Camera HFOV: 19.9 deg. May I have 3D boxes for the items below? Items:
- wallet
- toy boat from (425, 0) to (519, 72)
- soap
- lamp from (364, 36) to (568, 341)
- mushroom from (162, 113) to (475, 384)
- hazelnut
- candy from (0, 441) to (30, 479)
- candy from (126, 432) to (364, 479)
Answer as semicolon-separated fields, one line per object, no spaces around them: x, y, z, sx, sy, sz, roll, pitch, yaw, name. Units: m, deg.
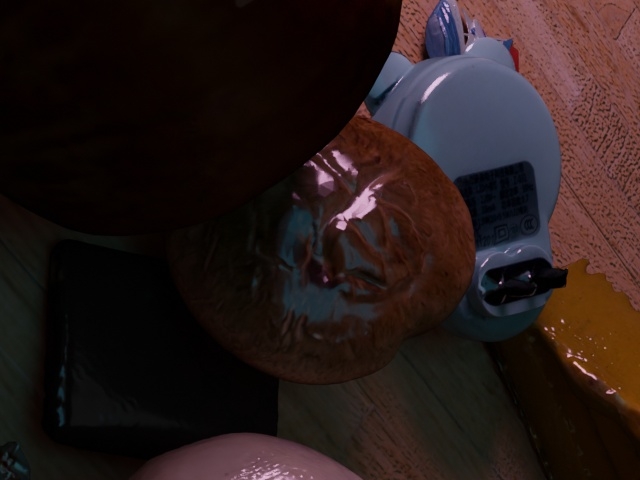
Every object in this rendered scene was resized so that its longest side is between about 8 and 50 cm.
-0.133;0.102;1.537;0.229;0.049;0.182;16;67;-38;wallet
0.152;-0.183;1.859;0.149;0.034;0.105;33;59;-47;toy boat
0.344;0.155;1.779;0.169;0.304;0.338;-37;107;-42;soap
0.140;-0.045;1.732;0.209;0.147;0.284;-13;78;-33;lamp
0.000;0.000;1.558;0.278;0.146;0.278;11;56;-17;mushroom
-0.136;-0.218;1.368;0.402;0.402;0.429;-50;118;-35;hazelnut
-0.335;0.175;1.337;0.292;0.059;0.086;0;81;-43;candy
-0.032;0.247;1.396;0.295;0.295;0.185;19;87;-38;candy
